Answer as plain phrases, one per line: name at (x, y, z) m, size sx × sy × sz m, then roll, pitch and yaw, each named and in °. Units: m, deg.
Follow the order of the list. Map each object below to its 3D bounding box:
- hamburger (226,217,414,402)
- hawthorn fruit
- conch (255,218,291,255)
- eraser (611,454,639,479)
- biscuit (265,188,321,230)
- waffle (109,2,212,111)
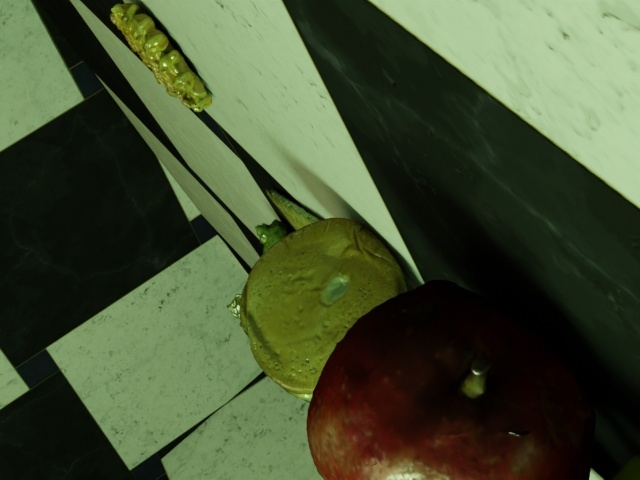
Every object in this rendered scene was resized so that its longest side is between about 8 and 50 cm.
hamburger at (0.019, 0.086, 1.315) m, size 0.215 × 0.189 × 0.122 m, roll 43°, pitch 180°, yaw 35°
hawthorn fruit at (0.102, 0.138, 0.924) m, size 0.230 × 0.210 × 0.266 m, roll 52°, pitch 172°, yaw 13°
conch at (-0.056, 0.008, 1.938) m, size 0.121 × 0.074 × 0.089 m, roll 34°, pitch -150°, yaw -16°
eraser at (0.246, 0.251, 0.985) m, size 0.097 × 0.122 × 0.045 m, roll 52°, pitch 170°, yaw -31°
biscuit at (0.000, 0.000, 1.648) m, size 0.139 × 0.016 × 0.231 m, roll 52°, pitch 173°, yaw -22°
waffle at (-0.208, -0.238, 1.581) m, size 0.191 × 0.038 × 0.191 m, roll 49°, pitch 174°, yaw 7°
